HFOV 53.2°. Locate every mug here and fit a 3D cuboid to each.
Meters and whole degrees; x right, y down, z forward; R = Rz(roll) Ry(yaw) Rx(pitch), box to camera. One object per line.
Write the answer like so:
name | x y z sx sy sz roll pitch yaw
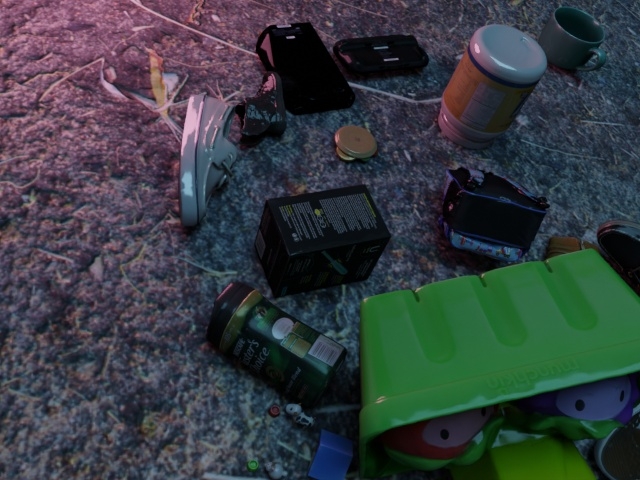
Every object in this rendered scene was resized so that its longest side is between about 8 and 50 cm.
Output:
mug | 0.571 -0.449 1.470 0.129 0.097 0.158 13 52 -8

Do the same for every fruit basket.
fruit basket | 0.226 0.236 0.733 0.391 0.283 0.392 -1 60 2

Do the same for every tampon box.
tampon box | 0.000 0.000 0.945 0.161 0.120 0.101 -10 59 -24

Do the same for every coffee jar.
coffee jar | -0.063 0.135 0.842 0.184 0.096 0.079 32 49 8

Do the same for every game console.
game console | 0.062 -0.357 1.281 0.361 0.044 0.213 -13 61 -25

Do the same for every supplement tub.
supplement tub | 0.315 -0.284 1.203 0.144 0.200 0.144 8 53 -11

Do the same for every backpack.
backpack | 0.273 -0.055 1.074 0.158 0.117 0.173 14 19 -8

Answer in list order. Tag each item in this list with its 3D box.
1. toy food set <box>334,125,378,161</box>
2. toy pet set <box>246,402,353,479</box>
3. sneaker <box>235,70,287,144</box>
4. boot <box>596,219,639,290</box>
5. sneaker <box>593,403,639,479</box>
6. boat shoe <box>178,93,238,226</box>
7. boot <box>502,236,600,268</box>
toy food set | 0.065 -0.176 1.160 0.082 0.020 0.083 0 54 -17
toy pet set | -0.024 0.262 0.779 0.114 0.065 0.122 22 52 -1
sneaker | -0.111 -0.240 1.133 0.089 0.051 0.170 1 57 -22
boot | 0.551 0.087 1.066 0.236 0.085 0.179 38 53 0
sneaker | 0.515 0.262 0.938 0.290 0.123 0.106 -28 77 -9
boat shoe | -0.174 -0.130 1.012 0.088 0.096 0.268 4 45 -9
boot | 0.389 0.045 1.071 0.197 0.073 0.152 22 47 -6
